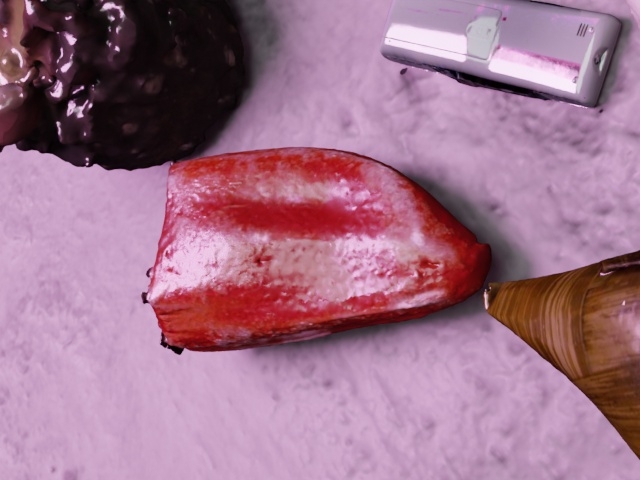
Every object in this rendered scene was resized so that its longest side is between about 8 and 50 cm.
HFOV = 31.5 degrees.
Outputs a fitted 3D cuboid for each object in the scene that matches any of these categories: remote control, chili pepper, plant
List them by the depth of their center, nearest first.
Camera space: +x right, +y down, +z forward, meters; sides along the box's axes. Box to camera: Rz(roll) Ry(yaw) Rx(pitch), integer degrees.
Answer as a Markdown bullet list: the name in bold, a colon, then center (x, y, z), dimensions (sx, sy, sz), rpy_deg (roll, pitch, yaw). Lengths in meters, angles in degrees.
- **remote control**: center (0.115, -0.135, 0.768), dimensions (0.166, 0.029, 0.065), rpy_deg (20, 95, 36)
- **chili pepper**: center (0.000, 0.000, 0.799), dimensions (0.253, 0.136, 0.144), rpy_deg (-5, 36, 25)
- **plant**: center (-0.185, -0.155, 0.872), dimensions (0.204, 0.234, 0.178), rpy_deg (-47, 54, 28)

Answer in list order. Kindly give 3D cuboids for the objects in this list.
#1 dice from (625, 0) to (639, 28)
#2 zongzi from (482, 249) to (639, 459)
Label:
- **dice**: center (0.289, -0.183, 0.472), dimensions (0.251, 0.259, 0.243), rpy_deg (-17, 77, 55)
- **zongzi**: center (0.212, 0.123, 0.614), dimensions (0.288, 0.134, 0.286), rpy_deg (-15, 79, 48)
